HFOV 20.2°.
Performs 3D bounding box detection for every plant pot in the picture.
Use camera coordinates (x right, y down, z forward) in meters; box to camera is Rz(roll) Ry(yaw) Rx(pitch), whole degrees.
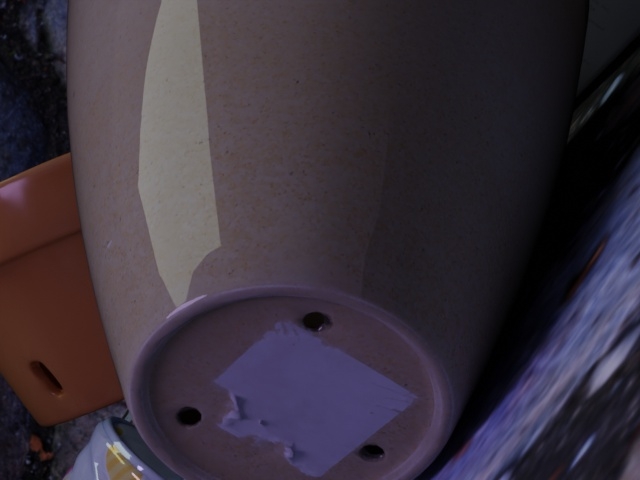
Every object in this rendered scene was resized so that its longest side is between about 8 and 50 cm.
[{"bbox_3d":[-0.003,-0.027,0.788,0.256,0.256,0.274,-52,21,35],"label":"plant pot"},{"bbox_3d":[-0.192,0.033,1.571,0.291,0.203,0.291,-22,1,1],"label":"plant pot"}]

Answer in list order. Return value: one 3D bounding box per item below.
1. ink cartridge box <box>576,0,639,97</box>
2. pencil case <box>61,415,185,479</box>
[{"bbox_3d":[0.170,-0.168,0.965,0.165,0.065,0.332,-57,6,-34],"label":"ink cartridge box"},{"bbox_3d":[-0.152,0.234,1.031,0.273,0.113,0.124,-55,5,0],"label":"pencil case"}]
